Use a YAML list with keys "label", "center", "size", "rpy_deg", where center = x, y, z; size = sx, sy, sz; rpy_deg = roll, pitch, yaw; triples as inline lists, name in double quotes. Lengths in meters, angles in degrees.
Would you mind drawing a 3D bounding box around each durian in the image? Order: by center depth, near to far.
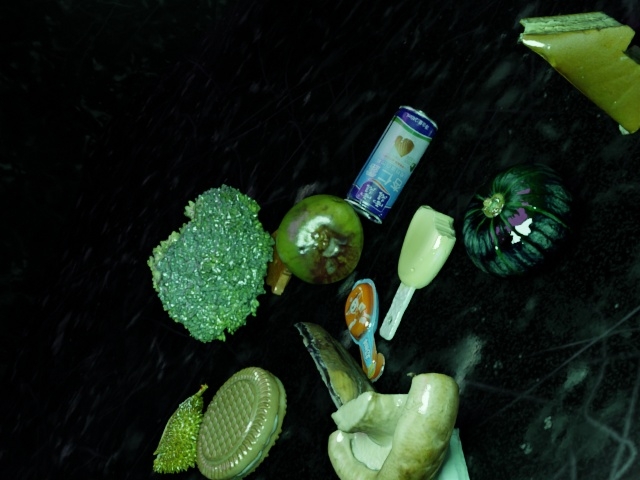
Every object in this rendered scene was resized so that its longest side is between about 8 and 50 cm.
- label: "durian"
  center: [-0.276, 0.406, 2.122]
  size: [0.146, 0.102, 0.208]
  rpy_deg: [67, -136, -76]

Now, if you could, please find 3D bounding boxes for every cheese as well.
- label: "cheese"
  center: [0.171, 0.063, 1.814]
  size: [0.255, 0.050, 0.127]
  rpy_deg: [-67, 26, 1]
- label: "cheese"
  center: [0.082, 0.168, 1.852]
  size: [0.106, 0.037, 0.256]
  rpy_deg: [-56, 26, 36]

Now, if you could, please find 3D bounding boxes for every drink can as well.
- label: "drink can"
  center: [0.146, -0.157, 2.048]
  size: [0.235, 0.097, 0.097]
  rpy_deg: [-59, 27, -6]

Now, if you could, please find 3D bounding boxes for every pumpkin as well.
- label: "pumpkin"
  center: [0.312, -0.032, 1.584]
  size: [0.202, 0.140, 0.202]
  rpy_deg: [-43, 29, 31]

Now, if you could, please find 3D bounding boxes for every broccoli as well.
- label: "broccoli"
  center: [-0.269, 0.049, 2.300]
  size: [0.302, 0.249, 0.375]
  rpy_deg: [-16, 65, 56]

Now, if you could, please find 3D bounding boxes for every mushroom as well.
- label: "mushroom"
  center: [0.111, 0.308, 1.467]
  size: [0.286, 0.156, 0.151]
  rpy_deg: [-45, 38, 47]

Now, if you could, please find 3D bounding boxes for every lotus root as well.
- label: "lotus root"
  center: [0.038, 0.235, 1.769]
  size: [0.078, 0.167, 0.329]
  rpy_deg: [-26, 29, -5]

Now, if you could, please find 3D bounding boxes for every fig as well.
- label: "fig"
  center: [0.000, 0.000, 2.032]
  size: [0.181, 0.181, 0.191]
  rpy_deg: [-62, 3, -10]

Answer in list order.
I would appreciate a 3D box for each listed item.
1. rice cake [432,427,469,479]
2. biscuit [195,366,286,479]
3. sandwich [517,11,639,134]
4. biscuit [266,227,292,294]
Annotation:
- label: "rice cake"
  center: [0.155, 0.385, 1.500]
  size: [0.189, 0.037, 0.198]
  rpy_deg: [-37, 33, 33]
- label: "biscuit"
  center: [-0.160, 0.368, 1.996]
  size: [0.259, 0.079, 0.259]
  rpy_deg: [-39, 33, 32]
- label: "sandwich"
  center: [0.433, -0.292, 1.565]
  size: [0.128, 0.236, 0.122]
  rpy_deg: [-49, 16, 18]
- label: "biscuit"
  center: [-0.084, 0.032, 2.255]
  size: [0.280, 0.043, 0.183]
  rpy_deg: [-177, 106, -74]
